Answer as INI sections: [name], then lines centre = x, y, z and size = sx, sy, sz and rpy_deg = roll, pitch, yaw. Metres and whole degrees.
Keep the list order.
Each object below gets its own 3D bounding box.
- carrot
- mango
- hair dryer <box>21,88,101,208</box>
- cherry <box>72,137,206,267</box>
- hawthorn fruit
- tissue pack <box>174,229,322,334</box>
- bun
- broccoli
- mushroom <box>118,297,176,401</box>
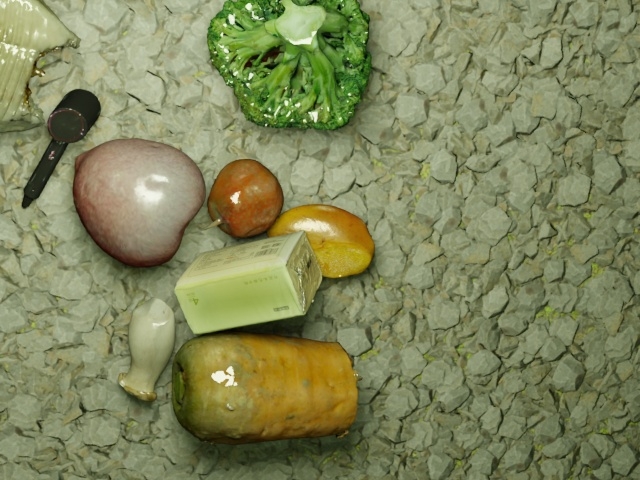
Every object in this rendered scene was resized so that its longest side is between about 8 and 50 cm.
[carrot]
centre = -0.115, 0.287, 1.874
size = 0.341, 0.224, 0.224
rpy_deg = 1, 105, -21
[mango]
centre = 0.000, -0.004, 1.882
size = 0.217, 0.102, 0.141
rpy_deg = 10, 128, -10
[hair dryer]
centre = -0.484, -0.159, 1.746
size = 0.071, 0.114, 0.248
rpy_deg = 29, 117, -12
[cherry]
centre = -0.338, -0.076, 1.727
size = 0.239, 0.206, 0.239
rpy_deg = -5, 119, -10
[hawthorn fruit]
centre = -0.143, -0.064, 1.792
size = 0.149, 0.189, 0.149
rpy_deg = 7, 138, 6
[tissue pack]
centre = -0.131, 0.080, 1.797
size = 0.234, 0.159, 0.125
rpy_deg = -13, 112, 18
[bun]
centre = -0.570, -0.324, 1.612
size = 0.282, 0.205, 0.281
rpy_deg = -10, 118, -20
[broccoli]
centre = -0.048, -0.342, 1.695
size = 0.308, 0.275, 0.307
rpy_deg = 0, 83, 3
[mushroom]
centre = -0.339, 0.214, 1.870
size = 0.097, 0.088, 0.212
rpy_deg = 16, 107, -7
